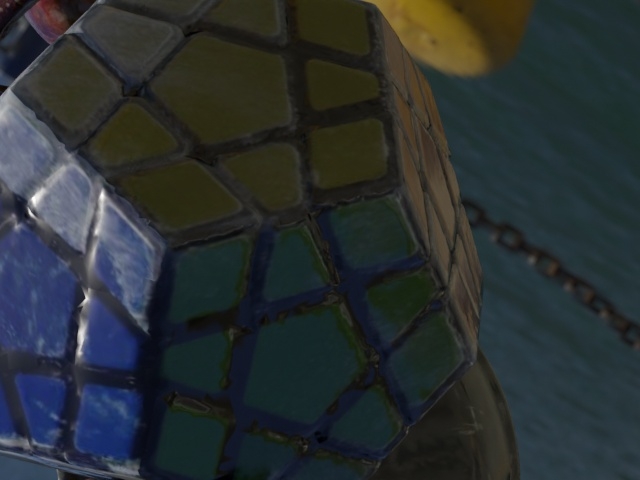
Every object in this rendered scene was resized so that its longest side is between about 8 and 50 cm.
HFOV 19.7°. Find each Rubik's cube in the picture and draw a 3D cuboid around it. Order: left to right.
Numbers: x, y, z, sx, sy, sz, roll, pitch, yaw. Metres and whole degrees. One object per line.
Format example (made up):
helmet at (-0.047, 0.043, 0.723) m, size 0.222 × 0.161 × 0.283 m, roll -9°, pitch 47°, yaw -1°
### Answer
Rubik's cube at (-0.062, 0.005, 0.984) m, size 0.319 × 0.319 × 0.264 m, roll 24°, pitch -157°, yaw 32°

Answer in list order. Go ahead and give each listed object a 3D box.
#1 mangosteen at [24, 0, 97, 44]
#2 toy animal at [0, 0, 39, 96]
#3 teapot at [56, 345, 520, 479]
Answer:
mangosteen at (-0.265, -0.406, 1.888) m, size 0.382 × 0.435 × 0.382 m, roll 21°, pitch 157°, yaw 9°
toy animal at (-0.271, -0.195, 1.560) m, size 0.087 × 0.260 × 0.243 m, roll 6°, pitch 148°, yaw -29°
teapot at (-0.045, 0.236, 1.639) m, size 0.305 × 0.361 × 0.376 m, roll 55°, pitch 145°, yaw 42°
